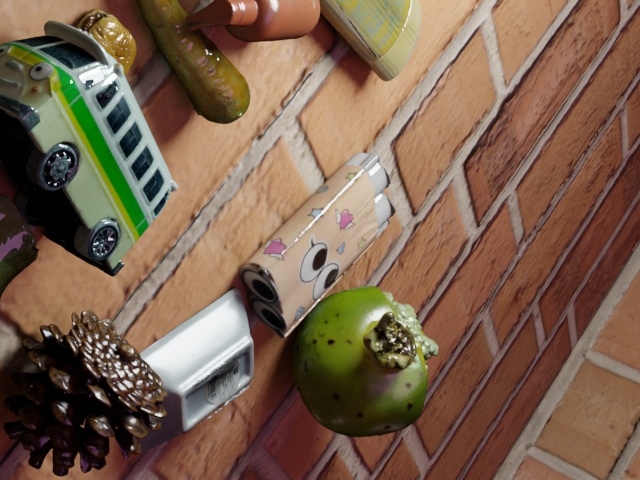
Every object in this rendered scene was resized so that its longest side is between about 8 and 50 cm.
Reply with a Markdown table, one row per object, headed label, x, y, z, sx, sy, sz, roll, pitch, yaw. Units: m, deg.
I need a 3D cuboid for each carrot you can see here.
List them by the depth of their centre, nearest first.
| label | x | y | z | sx | sy | sz | roll | pitch | yaw |
| --- | --- | --- | --- | --- | --- | --- | --- | --- | --- |
| carrot | -0.170 | -0.251 | 1.355 | 0.078 | 0.078 | 0.298 | -55 | 144 | -17 |

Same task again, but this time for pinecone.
| label | x | y | z | sx | sy | sz | roll | pitch | yaw |
| --- | --- | --- | --- | --- | --- | --- | --- | --- | --- |
| pinecone | -0.299 | 0.195 | 1.377 | 0.208 | 0.208 | 0.207 | -37 | 141 | -39 |

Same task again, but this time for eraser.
| label | x | y | z | sx | sy | sz | roll | pitch | yaw |
| --- | --- | --- | --- | --- | --- | --- | --- | --- | --- |
| eraser | 0.000 | 0.000 | 1.788 | 0.290 | 0.087 | 0.171 | -46 | 147 | -28 |

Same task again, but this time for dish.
| label | x | y | z | sx | sy | sz | roll | pitch | yaw |
| --- | --- | --- | --- | --- | --- | --- | --- | --- | --- |
| dish | -0.177 | 0.207 | 1.671 | 0.243 | 0.080 | 0.181 | -36 | 140 | -41 |

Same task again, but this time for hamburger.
| label | x | y | z | sx | sy | sz | roll | pitch | yaw |
| --- | --- | --- | --- | --- | --- | --- | --- | --- | --- |
| hamburger | -0.248 | -0.219 | 1.272 | 0.076 | 0.044 | 0.083 | -60 | 153 | -6 |

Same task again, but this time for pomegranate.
| label | x | y | z | sx | sy | sz | roll | pitch | yaw |
| --- | --- | --- | --- | --- | --- | --- | --- | --- | --- |
| pomegranate | 0.079 | 0.197 | 1.871 | 0.260 | 0.260 | 0.340 | -53 | 175 | -19 |

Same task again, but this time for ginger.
| label | x | y | z | sx | sy | sz | roll | pitch | yaw |
| --- | --- | --- | --- | --- | --- | --- | --- | --- | --- |
| ginger | -0.413 | 0.075 | 1.196 | 0.290 | 0.089 | 0.137 | -56 | 168 | -5 |

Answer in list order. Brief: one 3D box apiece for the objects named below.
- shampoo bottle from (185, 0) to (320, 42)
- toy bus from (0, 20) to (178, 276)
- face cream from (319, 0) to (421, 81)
| label | x | y | z | sx | sy | sz | roll | pitch | yaw |
| --- | --- | --- | --- | --- | --- | --- | --- | --- | --- |
| shampoo bottle | -0.077 | -0.289 | 1.395 | 0.244 | 0.085 | 0.085 | -29 | 137 | -65 |
| toy bus | -0.273 | -0.107 | 1.228 | 0.164 | 0.134 | 0.276 | -50 | 148 | -24 |
| face cream | 0.074 | -0.354 | 1.657 | 0.139 | 0.067 | 0.285 | -65 | 150 | -6 |
